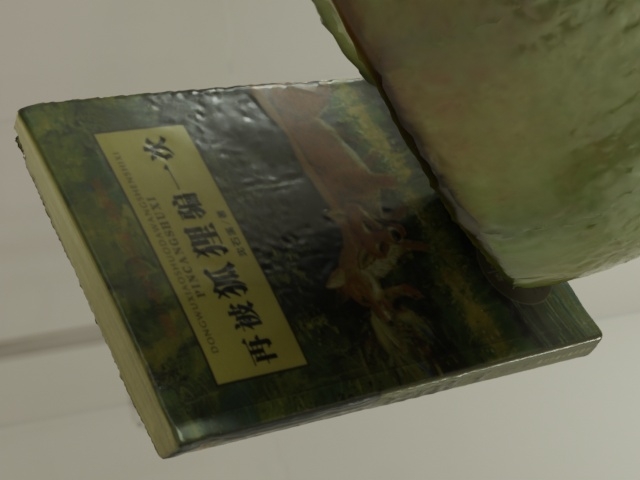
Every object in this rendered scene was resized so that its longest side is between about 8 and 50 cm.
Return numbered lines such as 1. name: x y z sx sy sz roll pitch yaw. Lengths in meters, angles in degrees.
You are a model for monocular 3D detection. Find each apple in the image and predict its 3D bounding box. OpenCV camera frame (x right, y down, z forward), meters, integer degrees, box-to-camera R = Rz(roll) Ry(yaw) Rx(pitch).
1. apple: 0.111 -0.071 0.531 0.265 0.193 0.120 49 20 -59

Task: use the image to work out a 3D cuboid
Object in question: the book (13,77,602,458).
1. book: 0.000 0.000 0.618 0.024 0.228 0.160 -53 -124 42
